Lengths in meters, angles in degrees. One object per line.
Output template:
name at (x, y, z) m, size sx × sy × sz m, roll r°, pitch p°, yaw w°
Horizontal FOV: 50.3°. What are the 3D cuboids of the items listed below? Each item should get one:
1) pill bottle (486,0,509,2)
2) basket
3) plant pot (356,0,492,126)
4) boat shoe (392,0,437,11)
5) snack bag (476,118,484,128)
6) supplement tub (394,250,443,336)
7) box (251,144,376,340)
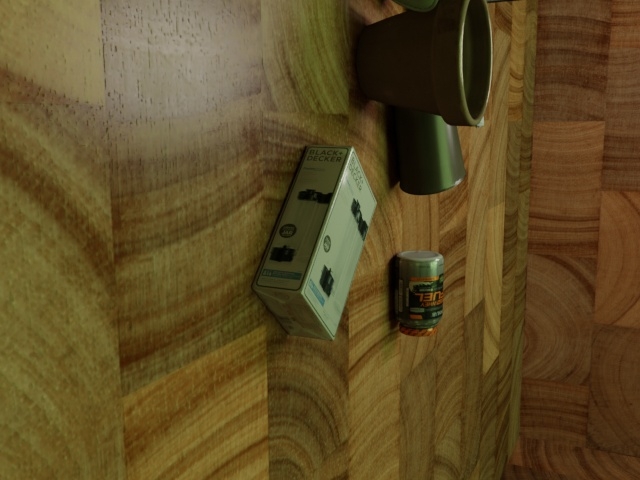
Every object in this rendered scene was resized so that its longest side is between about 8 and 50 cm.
pill bottle at (0.407, -0.665, 1.720) m, size 0.130 × 0.245 × 0.130 m, roll -19°, pitch 111°, yaw -61°
basket at (0.240, -0.246, 1.554) m, size 0.204 × 0.154 × 0.227 m, roll -56°, pitch 139°, yaw -56°
plant pot at (0.200, -0.356, 1.348) m, size 0.263 × 0.229 × 0.263 m, roll 4°, pitch 90°, yaw -66°
boat shoe at (0.119, -0.498, 1.216) m, size 0.227 × 0.081 × 0.069 m, roll 33°, pitch 42°, yaw -12°
snack bag at (0.485, -0.533, 2.154) m, size 0.323 × 0.037 × 0.343 m, roll -14°, pitch 107°, yaw -64°
supplement tub at (0.234, 0.125, 1.626) m, size 0.117 × 0.117 × 0.190 m, roll -23°, pitch 113°, yaw -62°
box at (0.000, 0.000, 1.145) m, size 0.169 × 0.087 × 0.290 m, roll 61°, pitch 40°, yaw -49°
